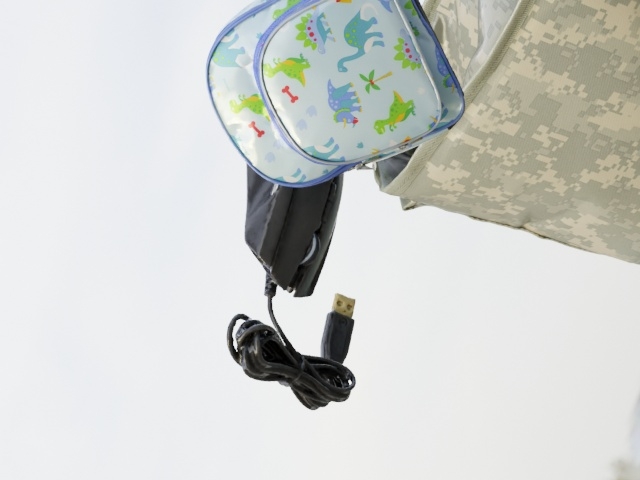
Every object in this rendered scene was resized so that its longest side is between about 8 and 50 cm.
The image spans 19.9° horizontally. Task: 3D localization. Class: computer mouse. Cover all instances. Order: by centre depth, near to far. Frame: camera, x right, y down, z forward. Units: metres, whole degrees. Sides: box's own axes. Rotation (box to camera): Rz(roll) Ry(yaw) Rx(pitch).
[{"bbox_3d":[0.000,0.000,1.409,0.184,0.060,0.262,44,-136,-55],"label":"computer mouse"}]

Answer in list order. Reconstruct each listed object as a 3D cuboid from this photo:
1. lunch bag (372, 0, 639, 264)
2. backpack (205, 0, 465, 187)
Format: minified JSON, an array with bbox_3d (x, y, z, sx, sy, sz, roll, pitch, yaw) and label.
[{"bbox_3d":[0.191,-0.122,1.311,0.169,0.235,0.287,-101,33,-49],"label":"lunch bag"},{"bbox_3d":[0.003,-0.081,0.900,0.105,0.114,0.084,64,-173,-10],"label":"backpack"}]
